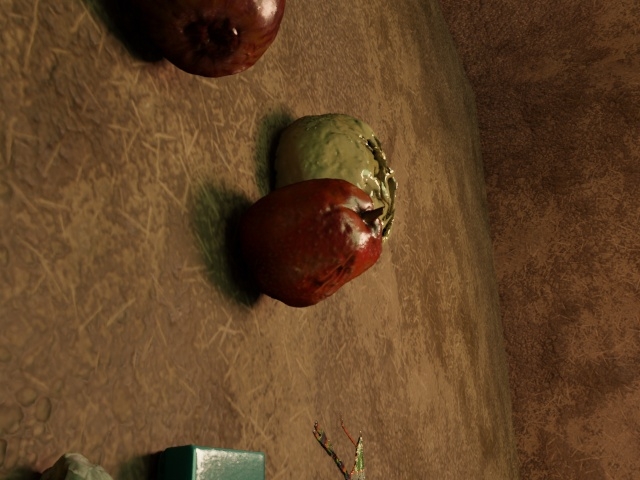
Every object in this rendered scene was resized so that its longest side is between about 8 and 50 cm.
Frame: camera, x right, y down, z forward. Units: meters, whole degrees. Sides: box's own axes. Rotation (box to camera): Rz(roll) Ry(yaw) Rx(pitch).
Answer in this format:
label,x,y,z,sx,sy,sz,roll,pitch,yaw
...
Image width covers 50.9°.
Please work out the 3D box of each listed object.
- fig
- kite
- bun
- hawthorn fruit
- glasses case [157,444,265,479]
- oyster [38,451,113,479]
label,x,y,z,sx,sy,sz,roll,pitch,yaw
fig,-0.127,-0.290,0.742,0.175,0.175,0.207,51,20,-50
kite,0.040,0.355,1.030,0.198,0.006,0.244,-69,142,-52
bun,0.038,-0.084,1.045,0.259,0.152,0.259,-9,90,-67
hawthorn fruit,-0.011,0.004,0.855,0.173,0.179,0.173,173,-90,-87
glasses case,-0.108,0.344,0.604,0.117,0.070,0.301,33,52,-53
oyster,-0.128,0.280,0.433,0.267,0.112,0.198,44,22,1
